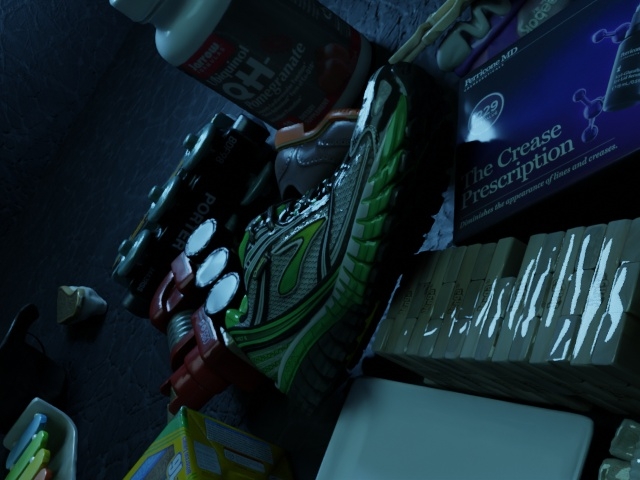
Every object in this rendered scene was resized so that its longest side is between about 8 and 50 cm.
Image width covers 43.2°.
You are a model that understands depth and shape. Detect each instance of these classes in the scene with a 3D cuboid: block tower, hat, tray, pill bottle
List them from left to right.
[{"bbox_3d":[-0.537,0.276,1.441,0.331,0.134,0.331,-57,9,15],"label":"hat"},{"bbox_3d":[-0.103,-0.276,1.060,0.176,0.318,0.176,-40,35,35],"label":"pill bottle"},{"bbox_3d":[0.088,0.187,0.617,0.270,0.030,0.145,-3,62,57],"label":"tray"},{"bbox_3d":[0.154,0.052,0.519,0.335,0.097,0.091,-17,48,65],"label":"block tower"}]

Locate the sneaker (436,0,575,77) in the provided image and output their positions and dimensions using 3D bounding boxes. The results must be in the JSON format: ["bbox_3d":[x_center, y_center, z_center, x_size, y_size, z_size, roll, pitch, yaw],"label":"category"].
[{"bbox_3d":[0.219,-0.215,0.724,0.236,0.104,0.095,-46,-9,13],"label":"sneaker"}]

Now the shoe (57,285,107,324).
[{"bbox_3d":[-0.466,0.127,1.559,0.219,0.058,0.077,-6,78,61],"label":"shoe"}]

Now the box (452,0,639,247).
[{"bbox_3d":[0.226,-0.097,0.591,0.261,0.103,0.184,-31,36,42],"label":"box"}]

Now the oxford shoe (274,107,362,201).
[{"bbox_3d":[0.032,-0.091,0.933,0.271,0.096,0.098,-4,80,62],"label":"oxford shoe"}]

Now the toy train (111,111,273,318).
[{"bbox_3d":[-0.190,-0.044,1.189,0.334,0.142,0.190,-58,18,4],"label":"toy train"}]

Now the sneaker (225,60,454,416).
[{"bbox_3d":[0.000,0.000,0.688,0.134,0.146,0.344,-39,-22,-54],"label":"sneaker"}]

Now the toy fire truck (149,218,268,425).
[{"bbox_3d":[-0.138,0.136,0.941,0.246,0.158,0.217,-45,30,6],"label":"toy fire truck"}]

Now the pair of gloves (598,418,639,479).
[{"bbox_3d":[0.182,0.212,0.388,0.204,0.042,0.240,20,90,59],"label":"pair of gloves"}]

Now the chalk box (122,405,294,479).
[{"bbox_3d":[-0.131,0.292,0.766,0.213,0.132,0.132,-49,30,16],"label":"chalk box"}]

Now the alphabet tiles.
[{"bbox_3d":[0.179,-0.280,0.796,0.284,0.021,0.278,-42,7,29],"label":"alphabet tiles"}]

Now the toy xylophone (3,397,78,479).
[{"bbox_3d":[-0.452,0.410,1.229,0.236,0.081,0.323,-55,28,10],"label":"toy xylophone"}]
